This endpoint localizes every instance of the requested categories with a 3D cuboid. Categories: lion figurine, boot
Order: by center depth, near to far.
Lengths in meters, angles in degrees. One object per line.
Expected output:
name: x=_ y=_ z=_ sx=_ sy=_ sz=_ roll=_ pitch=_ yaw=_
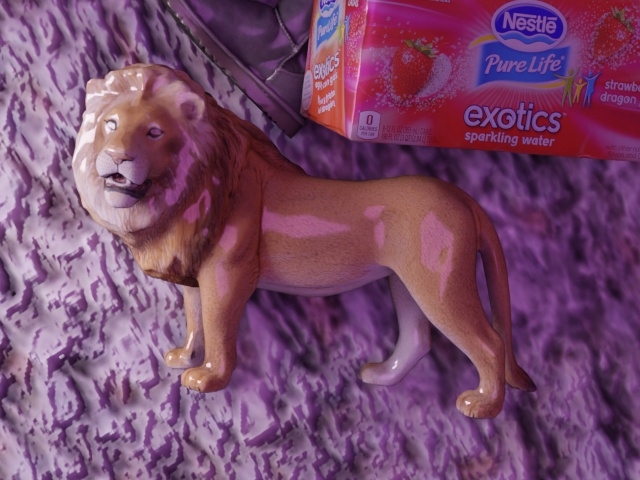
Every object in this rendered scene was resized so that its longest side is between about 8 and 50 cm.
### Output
lion figurine: x=0.000 y=0.000 z=0.985 sx=0.392 sy=0.142 sz=0.240 roll=6 pitch=97 yaw=-13
boot: x=-0.006 y=-0.209 z=1.002 sx=0.208 sy=0.076 sz=0.189 roll=-45 pitch=111 yaw=4

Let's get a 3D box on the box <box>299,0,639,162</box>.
box: x=0.126 y=-0.138 z=0.965 sx=0.257 sy=0.122 sz=0.128 roll=3 pitch=102 yaw=-20
